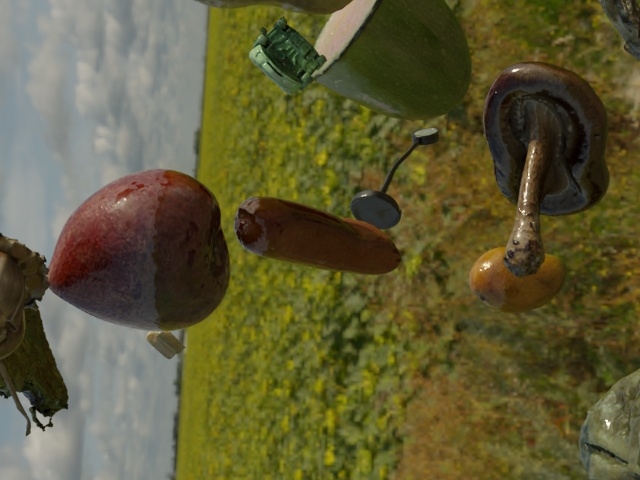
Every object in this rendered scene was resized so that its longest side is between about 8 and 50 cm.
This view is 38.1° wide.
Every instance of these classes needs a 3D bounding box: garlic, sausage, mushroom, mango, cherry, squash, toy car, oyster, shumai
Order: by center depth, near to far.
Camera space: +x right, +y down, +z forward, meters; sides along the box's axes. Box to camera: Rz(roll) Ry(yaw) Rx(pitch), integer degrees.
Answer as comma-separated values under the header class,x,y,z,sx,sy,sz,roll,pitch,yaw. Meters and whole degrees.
class,x,y,z,sx,sy,sz,roll,pitch,yaw
mushroom,0.241,-0.063,1.030,0.227,0.148,0.217,63,-142,-37
garlic,-0.403,0.101,1.155,0.207,0.256,0.207,-48,-1,-1
shumai,0.425,0.240,1.168,0.260,0.222,0.225,-5,60,50
toy car,-0.050,-0.238,1.220,0.058,0.093,0.186,-42,10,24
cherry,-0.246,0.012,1.288,0.239,0.239,0.206,103,-175,-49
sausage,0.000,0.000,1.448,0.097,0.348,0.094,42,108,40
mango,0.334,0.069,1.573,0.089,0.165,0.115,135,146,-74
oyster,0.547,-0.388,1.638,0.177,0.056,0.105,58,-167,-3
squash,0.176,-0.366,1.838,0.310,0.309,0.310,-51,18,24

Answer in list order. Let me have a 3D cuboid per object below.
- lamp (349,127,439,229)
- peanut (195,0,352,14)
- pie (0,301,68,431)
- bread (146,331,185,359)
class,x,y,z,sx,sy,sz,roll,pitch,yaw
lamp,0.181,-0.142,2.137,0.371,0.130,0.108,-55,-43,-54
peanut,-0.083,-0.382,1.284,0.130,0.290,0.130,180,90,-72
pie,-0.583,0.194,1.741,0.371,0.078,0.296,62,-170,-64
bread,-0.317,0.207,1.895,0.035,0.070,0.083,-50,11,-27
